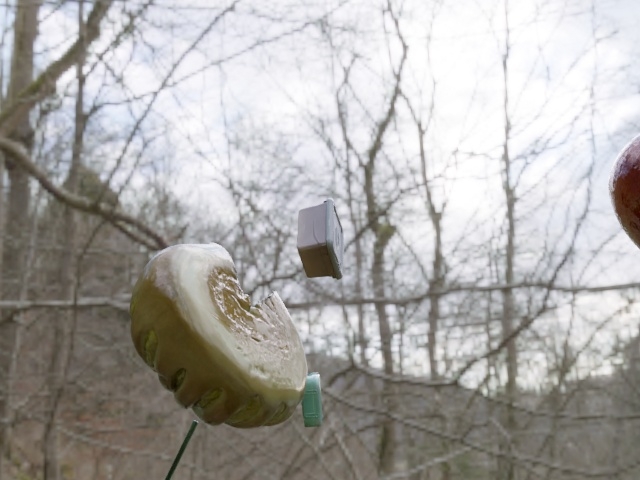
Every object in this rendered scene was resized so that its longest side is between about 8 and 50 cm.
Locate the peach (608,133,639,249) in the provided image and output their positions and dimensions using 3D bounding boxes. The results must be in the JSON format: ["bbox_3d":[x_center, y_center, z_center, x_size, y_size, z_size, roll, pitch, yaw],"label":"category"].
[{"bbox_3d":[0.455,-0.051,1.179,0.196,0.190,0.226,-2,1,7],"label":"peach"}]

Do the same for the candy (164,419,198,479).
[{"bbox_3d":[-0.268,0.422,1.615,0.077,0.262,0.073,30,-15,-15],"label":"candy"}]

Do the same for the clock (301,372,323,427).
[{"bbox_3d":[-0.019,0.316,1.942,0.041,0.101,0.135,-4,0,-1],"label":"clock"}]

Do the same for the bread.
[{"bbox_3d":[-0.160,0.160,1.486,0.160,0.333,0.333,-35,-26,21],"label":"bread"}]

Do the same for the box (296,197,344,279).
[{"bbox_3d":[0.000,0.000,1.582,0.062,0.122,0.089,-8,-48,11],"label":"box"}]
